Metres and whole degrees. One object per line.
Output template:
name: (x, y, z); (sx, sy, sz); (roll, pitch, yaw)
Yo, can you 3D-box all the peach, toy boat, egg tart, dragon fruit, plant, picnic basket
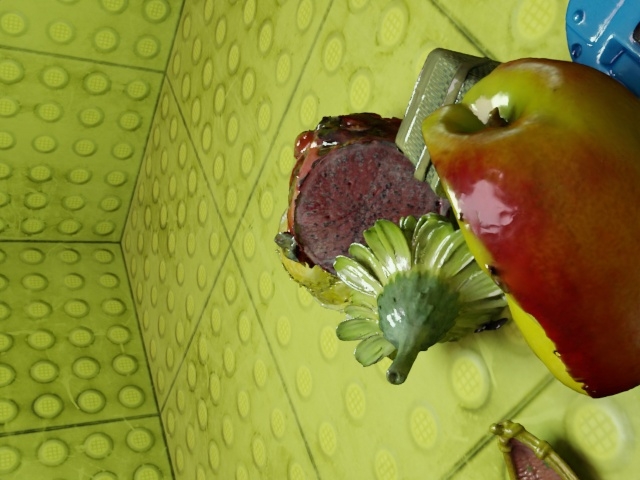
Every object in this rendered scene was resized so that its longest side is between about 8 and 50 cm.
peach: (0.302, -0.005, 0.707); (0.242, 0.380, 0.306); (-27, 37, 13)
toy boat: (0.335, 0.402, 0.867); (0.141, 0.099, 0.318); (-51, 51, 45)
egg tart: (0.000, 0.001, 1.393); (0.341, 0.132, 0.342); (-1, 89, 57)
dragon fruit: (0.074, -0.094, 1.157); (0.263, 0.314, 0.296); (-112, 37, -62)
plant: (0.176, 0.113, 0.978); (0.297, 0.261, 0.306); (-119, 37, -57)
picnic basket: (0.254, -0.149, 0.862); (0.139, 0.266, 0.165); (-117, 38, -51)

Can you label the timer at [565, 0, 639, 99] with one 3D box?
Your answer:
timer: (0.442, -0.276, 0.679); (0.309, 0.115, 0.340); (59, 138, 31)
